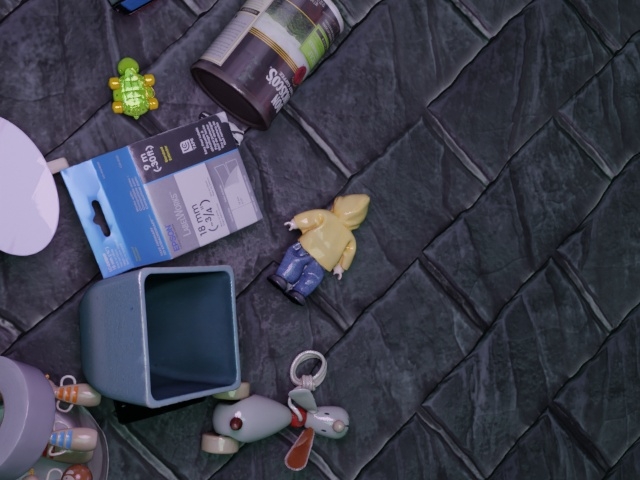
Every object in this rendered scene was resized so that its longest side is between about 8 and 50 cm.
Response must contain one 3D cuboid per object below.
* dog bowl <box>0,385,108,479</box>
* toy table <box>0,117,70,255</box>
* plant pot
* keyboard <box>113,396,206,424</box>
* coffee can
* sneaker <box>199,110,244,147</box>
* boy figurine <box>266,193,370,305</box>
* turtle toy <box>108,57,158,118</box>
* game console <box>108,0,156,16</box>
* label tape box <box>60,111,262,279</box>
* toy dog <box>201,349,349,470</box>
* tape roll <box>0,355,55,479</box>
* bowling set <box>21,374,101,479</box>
[{"bbox_3d":[-0.599,0.439,1.595,0.348,0.102,0.349,0,91,-16],"label":"dog bowl"},{"bbox_3d":[-0.609,-0.102,1.558,0.252,0.161,0.274,-14,94,-16],"label":"toy table"},{"bbox_3d":[-0.335,0.181,1.578,0.247,0.252,0.248,0,85,-53],"label":"plant pot"},{"bbox_3d":[-0.344,0.321,1.715,0.192,0.038,0.100,-13,117,-17],"label":"keyboard"},{"bbox_3d":[-0.110,-0.399,1.684,0.201,0.201,0.275,38,80,-13],"label":"coffee can"},{"bbox_3d":[-0.214,-0.244,1.744,0.109,0.040,0.044,36,48,-7],"label":"sneaker"},{"bbox_3d":[0.000,0.000,1.779,0.177,0.092,0.285,39,79,-13],"label":"boy figurine"},{"bbox_3d":[-0.391,-0.316,1.670,0.095,0.066,0.130,-8,92,-16],"label":"turtle toy"},{"bbox_3d":[-0.376,-0.538,1.664,0.144,0.085,0.124,-34,100,-14],"label":"game console"},{"bbox_3d":[-0.310,-0.090,1.619,0.333,0.106,0.241,-26,103,-29],"label":"label tape box"},{"bbox_3d":[-0.092,0.380,1.716,0.333,0.161,0.220,-15,95,-16],"label":"toy dog"},{"bbox_3d":[-0.582,0.320,1.440,0.219,0.219,0.072,-62,147,-8],"label":"tape roll"},{"bbox_3d":[-0.494,0.396,1.478,0.154,0.200,0.287,8,84,-16],"label":"bowling set"}]
